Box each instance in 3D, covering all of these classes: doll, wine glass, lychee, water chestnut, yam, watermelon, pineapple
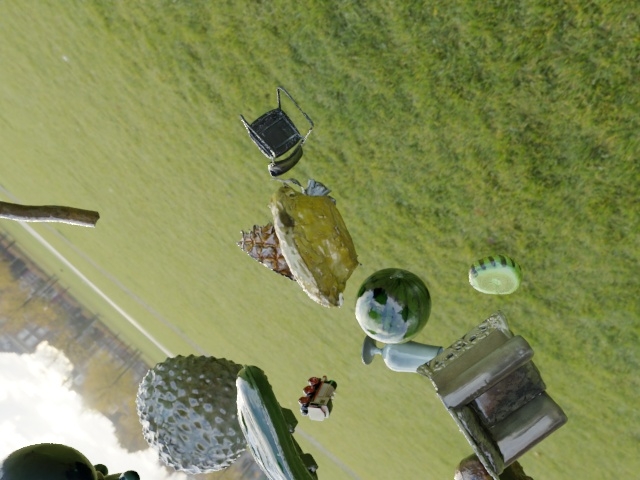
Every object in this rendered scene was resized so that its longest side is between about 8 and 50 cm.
[{"bbox_3d":[-0.460,0.467,0.961,0.322,0.186,0.199,22,-178,-36],"label":"doll"},{"bbox_3d":[0.247,0.339,1.598,0.231,0.103,0.103,3,140,30],"label":"wine glass"},{"bbox_3d":[-0.250,0.353,1.133,0.274,0.255,0.255,48,158,-14],"label":"lychee"},{"bbox_3d":[0.467,0.692,1.474,0.224,0.238,0.223,34,-160,-14],"label":"water chestnut"},{"bbox_3d":[-0.684,-0.069,1.268,0.045,0.327,0.045,-31,66,33],"label":"yam"},{"bbox_3d":[0.178,0.149,1.316,0.188,0.188,0.214,26,123,35],"label":"watermelon"},{"bbox_3d":[-0.065,-0.049,1.545,0.263,0.271,0.262,30,-173,-4],"label":"pineapple"}]

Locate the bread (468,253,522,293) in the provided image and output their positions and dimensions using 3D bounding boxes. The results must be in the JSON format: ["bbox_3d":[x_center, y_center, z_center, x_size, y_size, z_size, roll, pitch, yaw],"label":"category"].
[{"bbox_3d":[0.476,0.091,1.466,0.139,0.071,0.130,-14,130,21],"label":"bread"}]

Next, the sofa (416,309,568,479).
[{"bbox_3d":[0.330,0.290,0.974,0.258,0.200,0.182,55,178,-30],"label":"sofa"}]

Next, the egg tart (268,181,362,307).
[{"bbox_3d":[0.000,0.000,1.118,0.294,0.116,0.294,57,-166,-23],"label":"egg tart"}]

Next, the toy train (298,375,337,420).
[{"bbox_3d":[-0.002,0.408,1.405,0.087,0.138,0.050,-1,116,21],"label":"toy train"}]

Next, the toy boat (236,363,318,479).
[{"bbox_3d":[-0.030,0.201,0.503,0.210,0.052,0.104,66,170,-26],"label":"toy boat"}]

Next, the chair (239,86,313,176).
[{"bbox_3d":[-0.120,-0.286,1.477,0.145,0.140,0.221,50,169,8],"label":"chair"}]
